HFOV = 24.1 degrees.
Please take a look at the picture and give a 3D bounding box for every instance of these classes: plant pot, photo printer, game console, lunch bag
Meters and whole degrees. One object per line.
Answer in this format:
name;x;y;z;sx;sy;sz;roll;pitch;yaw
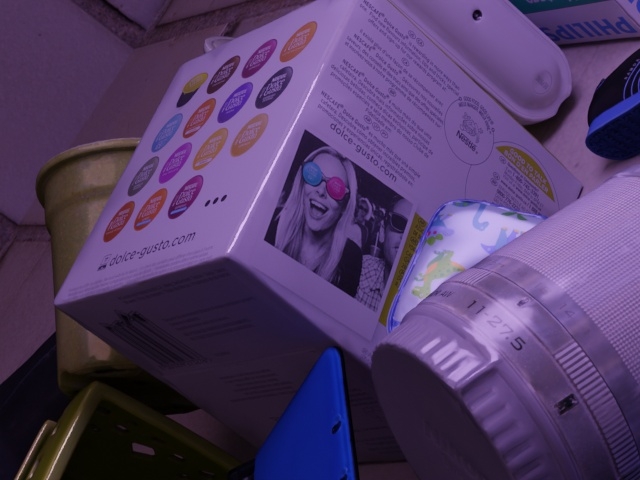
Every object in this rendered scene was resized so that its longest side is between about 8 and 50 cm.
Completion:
plant pot;-0.201;0.057;1.726;0.276;0.276;0.254;-26;53;44
plant pot;-0.244;0.319;1.685;0.207;0.228;0.227;-27;34;55
photo printer;0.126;-0.243;1.680;0.107;0.307;0.256;-55;27;-3
game console;0.015;0.286;1.275;0.173;0.250;0.293;-28;30;14
lunch bag;0.176;0.068;1.312;0.219;0.090;0.176;15;64;20

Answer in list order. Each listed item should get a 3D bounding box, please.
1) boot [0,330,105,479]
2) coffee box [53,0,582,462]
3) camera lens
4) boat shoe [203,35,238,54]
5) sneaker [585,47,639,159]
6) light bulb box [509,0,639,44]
boot;-0.314;0.190;2.065;0.445;0.146;0.367;-43;17;14
coffee box;0.000;0.000;1.533;0.337;0.338;0.334;-14;44;52
camera lens;0.204;0.089;1.110;0.274;0.219;0.219;-31;19;-18
boat shoe;-0.010;-0.143;1.783;0.113;0.340;0.127;-59;42;20
sneaker;0.348;-0.162;1.454;0.232;0.081;0.090;-27;41;46
light bulb box;0.291;-0.434;1.755;0.361;0.225;0.358;-57;25;-13
